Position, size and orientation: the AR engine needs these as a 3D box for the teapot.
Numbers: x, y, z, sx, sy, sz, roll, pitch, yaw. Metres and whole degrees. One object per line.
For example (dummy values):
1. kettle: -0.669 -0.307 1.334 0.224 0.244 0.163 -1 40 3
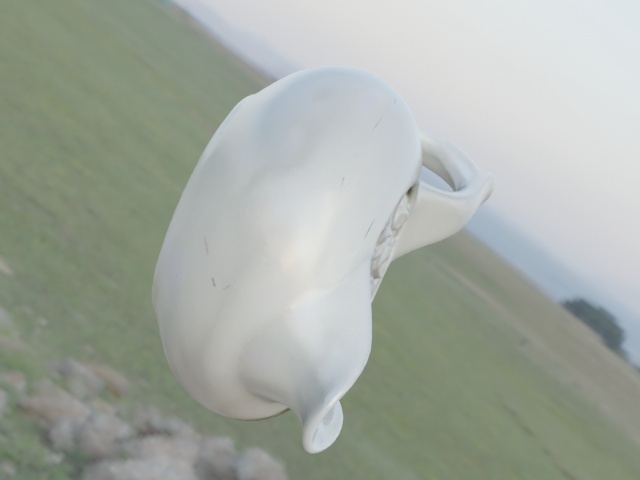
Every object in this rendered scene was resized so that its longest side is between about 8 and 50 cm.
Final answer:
1. teapot: 0.000 0.000 0.904 0.139 0.204 0.298 23 40 9
